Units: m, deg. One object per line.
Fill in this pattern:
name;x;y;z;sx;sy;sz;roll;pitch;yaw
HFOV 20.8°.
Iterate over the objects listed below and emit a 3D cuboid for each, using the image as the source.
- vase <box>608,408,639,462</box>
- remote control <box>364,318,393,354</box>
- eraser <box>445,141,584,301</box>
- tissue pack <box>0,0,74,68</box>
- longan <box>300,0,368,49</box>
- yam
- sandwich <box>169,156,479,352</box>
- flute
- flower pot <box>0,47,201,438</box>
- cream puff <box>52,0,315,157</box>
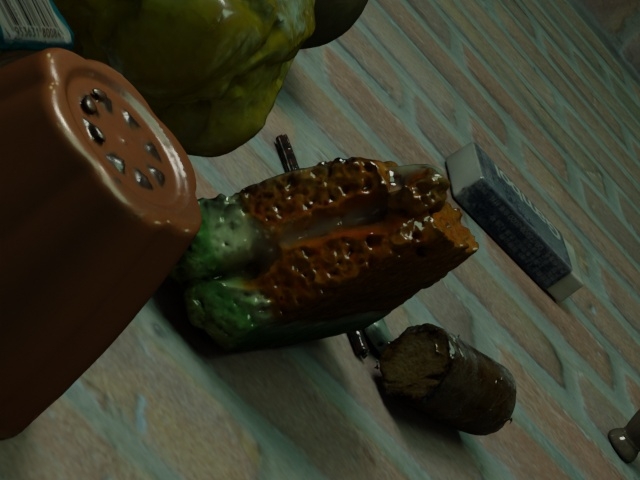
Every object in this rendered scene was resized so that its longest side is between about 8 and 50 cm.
vase;0.377;0.208;1.967;0.053;0.100;0.053;47;19;-22
remote control;0.039;0.049;1.577;0.053;0.018;0.124;54;13;-48
eraser;0.238;-0.023;2.125;0.212;0.046;0.092;43;21;-26
tissue pack;-0.290;-0.151;1.003;0.192;0.134;0.271;55;19;9
longan;-0.044;-0.296;1.734;0.196;0.196;0.220;8;58;-64
yam;0.116;0.125;1.545;0.141;0.079;0.079;33;28;-51
sandwich;0.011;0.008;1.349;0.292;0.212;0.109;25;46;-78
flute;0.000;0.000;1.592;0.014;0.014;0.269;32;28;-46
flower pot;-0.167;-0.007;0.986;0.190;0.173;0.191;47;21;-24
cream puff;-0.145;-0.196;1.292;0.323;0.269;0.274;-78;153;-53
